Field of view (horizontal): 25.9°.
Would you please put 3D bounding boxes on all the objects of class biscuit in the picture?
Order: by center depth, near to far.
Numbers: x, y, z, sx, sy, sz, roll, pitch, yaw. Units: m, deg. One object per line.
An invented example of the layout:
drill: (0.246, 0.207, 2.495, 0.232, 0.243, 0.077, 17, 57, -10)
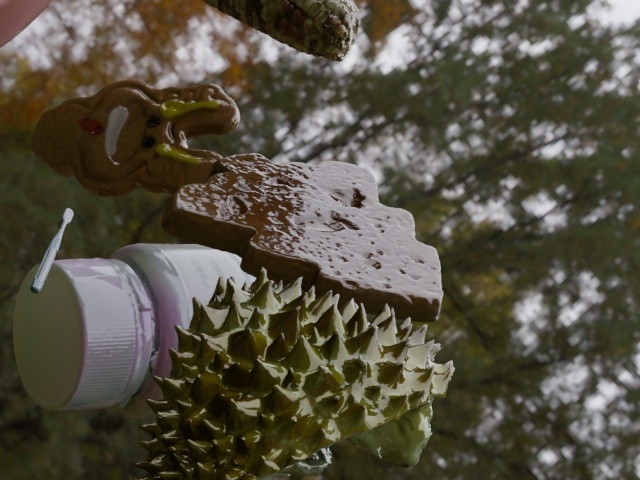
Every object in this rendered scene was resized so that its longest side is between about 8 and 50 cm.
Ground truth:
biscuit: (0.000, 0.001, 1.341, 0.301, 0.278, 0.043, 39, -56, 38)
biscuit: (-0.257, -0.139, 1.892, 0.295, 0.186, 0.044, 0, -30, 16)

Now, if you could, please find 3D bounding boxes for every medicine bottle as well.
medicine bottle: (-0.241, 0.124, 1.904, 0.241, 0.302, 0.241, -1, -91, 50)

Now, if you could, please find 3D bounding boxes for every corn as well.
corn: (-0.067, -0.284, 1.542, 0.290, 0.098, 0.098, 32, -32, 30)

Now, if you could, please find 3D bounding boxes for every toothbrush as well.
toothbrush: (-0.263, 0.010, 1.359, 0.011, 0.014, 0.167, 38, 22, -17)

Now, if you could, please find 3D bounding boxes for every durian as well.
durian: (-0.005, 0.112, 0.956, 0.172, 0.166, 0.306, 18, 7, 14)

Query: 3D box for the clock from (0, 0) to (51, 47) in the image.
clock: (-0.241, -0.201, 0.776, 0.142, 0.241, 0.227, 66, 9, -57)
